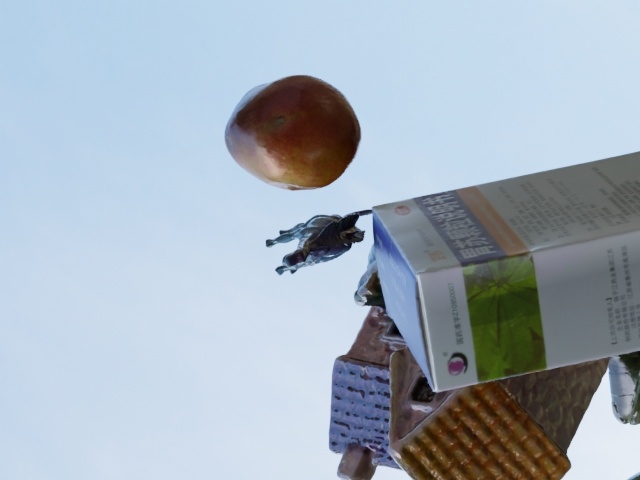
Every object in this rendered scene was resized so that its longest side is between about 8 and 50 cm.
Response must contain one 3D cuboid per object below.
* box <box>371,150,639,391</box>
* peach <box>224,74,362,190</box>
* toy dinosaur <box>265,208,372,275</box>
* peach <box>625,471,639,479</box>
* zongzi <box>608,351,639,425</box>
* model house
[{"bbox_3d":[0.208,0.016,1.603,0.299,0.106,0.200,-13,-162,-5],"label":"box"},{"bbox_3d":[-0.024,-0.086,1.579,0.101,0.101,0.101,23,-145,-18],"label":"peach"},{"bbox_3d":[0.000,0.000,1.775,0.197,0.080,0.045,-30,-78,-63],"label":"toy dinosaur"},{"bbox_3d":[0.362,0.322,1.686,0.292,0.247,0.292,4,-104,-17],"label":"peach"},{"bbox_3d":[0.375,0.155,2.159,0.119,0.109,0.055,-1,-155,16],"label":"zongzi"},{"bbox_3d":[0.114,0.137,1.893,0.202,0.237,0.237,50,-121,-45],"label":"model house"}]
